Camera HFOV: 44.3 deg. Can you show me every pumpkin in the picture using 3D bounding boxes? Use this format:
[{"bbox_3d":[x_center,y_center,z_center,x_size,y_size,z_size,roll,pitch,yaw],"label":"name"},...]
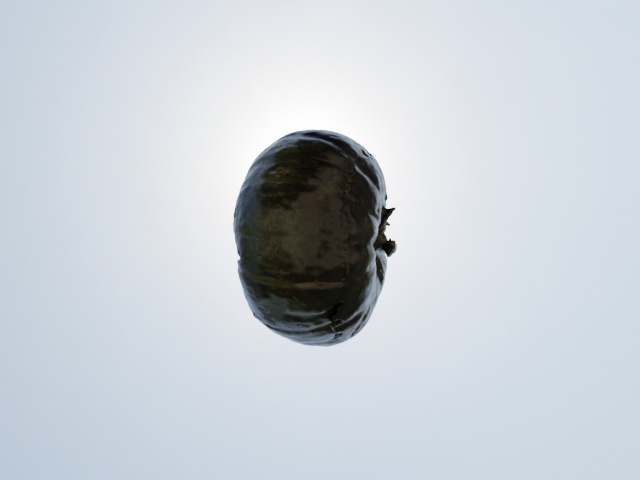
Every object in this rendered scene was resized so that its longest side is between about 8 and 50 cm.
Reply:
[{"bbox_3d":[0.003,-0.001,0.856,0.238,0.159,0.238,-3,-90,-73],"label":"pumpkin"}]
